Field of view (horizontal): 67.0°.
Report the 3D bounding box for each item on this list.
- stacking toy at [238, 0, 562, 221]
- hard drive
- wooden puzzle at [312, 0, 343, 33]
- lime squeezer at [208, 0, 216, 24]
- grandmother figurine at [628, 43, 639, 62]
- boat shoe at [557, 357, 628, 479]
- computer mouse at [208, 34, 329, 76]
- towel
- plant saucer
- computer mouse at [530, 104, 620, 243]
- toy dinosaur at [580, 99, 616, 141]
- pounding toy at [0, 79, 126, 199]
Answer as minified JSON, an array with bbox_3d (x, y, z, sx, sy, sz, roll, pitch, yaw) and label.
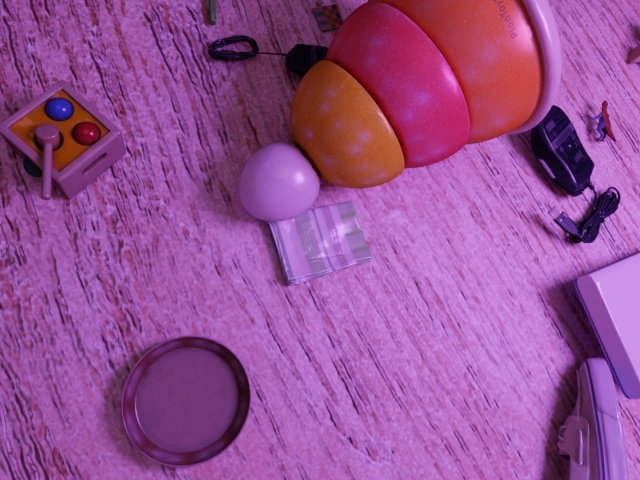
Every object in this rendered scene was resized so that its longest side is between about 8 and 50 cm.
[{"bbox_3d":[0.070,-0.203,0.741,0.480,0.350,0.350,-36,87,-5],"label":"stacking toy"},{"bbox_3d":[0.605,0.125,0.872,0.319,0.040,0.210,-14,79,-30],"label":"hard drive"},{"bbox_3d":[0.016,-0.415,0.904,0.050,0.006,0.083,-19,81,-20],"label":"wooden puzzle"},{"bbox_3d":[-0.149,-0.526,0.869,0.110,0.059,0.310,43,69,-30],"label":"lime squeezer"},{"bbox_3d":[0.882,-0.381,1.101,0.343,0.104,0.207,31,96,-9],"label":"grandmother figurine"},{"bbox_3d":[0.426,0.330,0.762,0.109,0.094,0.302,51,42,-45],"label":"boat shoe"},{"bbox_3d":[-0.070,-0.310,0.838,0.243,0.041,0.071,6,64,-7],"label":"computer mouse"},{"bbox_3d":[0.000,0.000,0.773,0.152,0.023,0.113,-15,80,-20],"label":"towel"},{"bbox_3d":[-0.180,0.215,0.658,0.169,0.029,0.168,4,74,-15],"label":"plant saucer"},{"bbox_3d":[0.454,-0.116,0.921,0.262,0.060,0.184,49,63,-11],"label":"computer mouse"},{"bbox_3d":[0.586,-0.245,0.990,0.047,0.090,0.082,5,105,-30],"label":"toy dinosaur"},{"bbox_3d":[-0.358,-0.128,0.665,0.130,0.100,0.141,41,68,-1],"label":"pounding toy"}]
